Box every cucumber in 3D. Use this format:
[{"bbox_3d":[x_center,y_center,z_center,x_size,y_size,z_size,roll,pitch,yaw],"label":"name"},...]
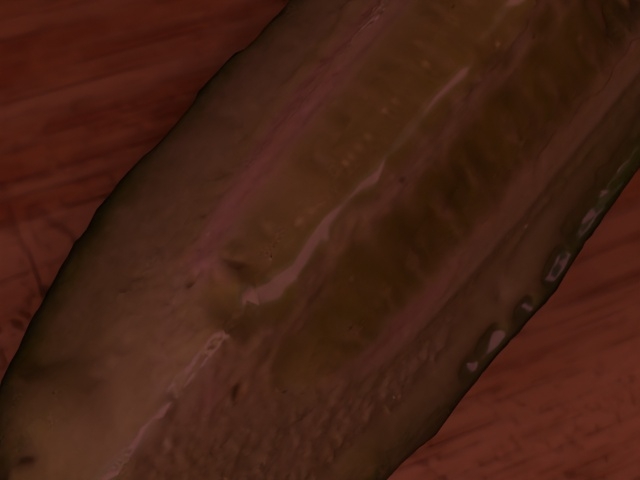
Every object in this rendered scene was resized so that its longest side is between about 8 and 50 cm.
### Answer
[{"bbox_3d":[0.000,0.001,0.535,0.325,0.105,0.145,-51,131,-15],"label":"cucumber"}]
